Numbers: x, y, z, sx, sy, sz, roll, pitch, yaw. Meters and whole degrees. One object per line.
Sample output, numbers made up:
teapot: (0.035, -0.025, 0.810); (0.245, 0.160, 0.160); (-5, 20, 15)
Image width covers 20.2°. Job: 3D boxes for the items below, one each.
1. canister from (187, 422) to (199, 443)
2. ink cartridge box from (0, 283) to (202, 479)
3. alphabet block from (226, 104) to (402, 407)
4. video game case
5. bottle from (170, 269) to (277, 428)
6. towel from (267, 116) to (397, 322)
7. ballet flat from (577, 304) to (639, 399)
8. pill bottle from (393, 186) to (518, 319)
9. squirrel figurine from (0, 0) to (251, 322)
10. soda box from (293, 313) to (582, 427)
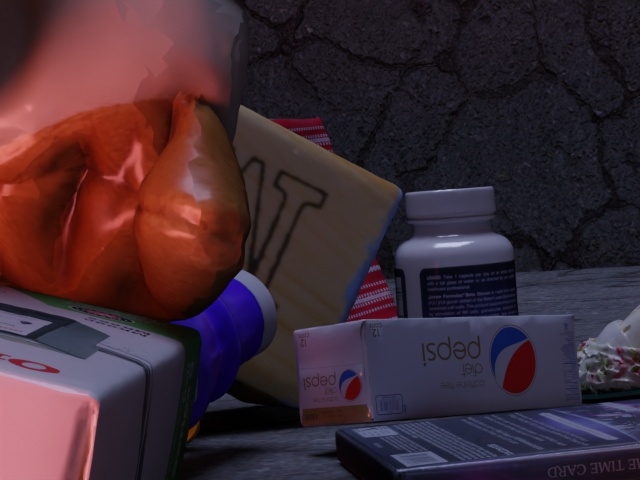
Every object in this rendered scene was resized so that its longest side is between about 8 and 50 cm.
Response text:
canister: (-0.164, 0.117, 1.337); (0.126, 0.073, 0.170); (-3, -1, -14)
ink cartridge box: (-0.177, 0.084, 0.778); (0.211, 0.121, 0.289); (12, 2, 2)
alphabet block: (-0.083, 0.007, 1.428); (0.197, 0.193, 0.192); (27, -12, -14)
video game case: (0.159, 0.121, 1.082); (0.274, 0.026, 0.196); (-4, 1, -9)
bottle: (-0.130, 0.085, 1.156); (0.118, 0.092, 0.283); (12, 20, 30)
towel: (0.000, 0.000, 1.822); (0.031, 0.275, 0.199); (-26, -10, 28)
ballet flat: (0.278, 0.079, 1.341); (0.241, 0.077, 0.091); (-4, 2, 33)
pill bottle: (0.106, 0.045, 1.386); (0.094, 0.169, 0.094); (-4, 2, 0)
squirrel figurine: (-0.242, -0.096, 1.000); (0.370, 0.281, 0.397); (11, -19, -13)
soda box: (0.085, 0.090, 1.248); (0.216, 0.069, 0.074); (2, -9, -42)
